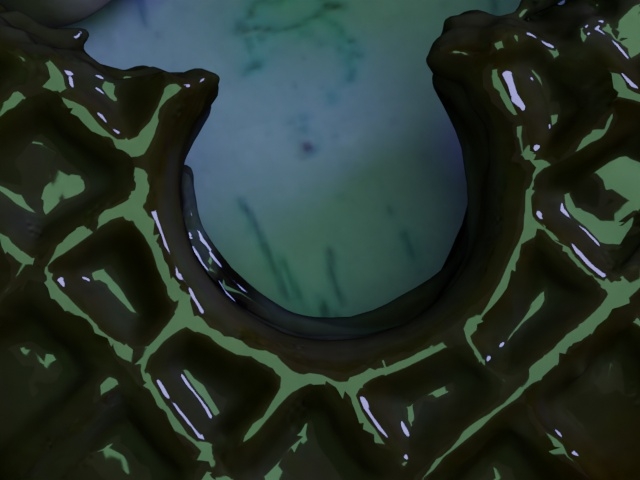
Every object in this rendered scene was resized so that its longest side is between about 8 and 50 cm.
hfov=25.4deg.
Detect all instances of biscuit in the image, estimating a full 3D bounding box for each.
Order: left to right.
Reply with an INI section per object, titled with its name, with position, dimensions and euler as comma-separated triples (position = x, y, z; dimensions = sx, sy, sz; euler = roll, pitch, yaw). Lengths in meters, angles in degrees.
[biscuit]
position = 0.011, 0.017, 0.574
dimensions = 0.366, 0.115, 0.268
euler = -5, 92, 2

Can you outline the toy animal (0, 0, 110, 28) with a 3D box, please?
[toy animal]
position = -0.122, -0.156, 0.614
dimensions = 0.089, 0.083, 0.150
euler = -8, 88, -55
